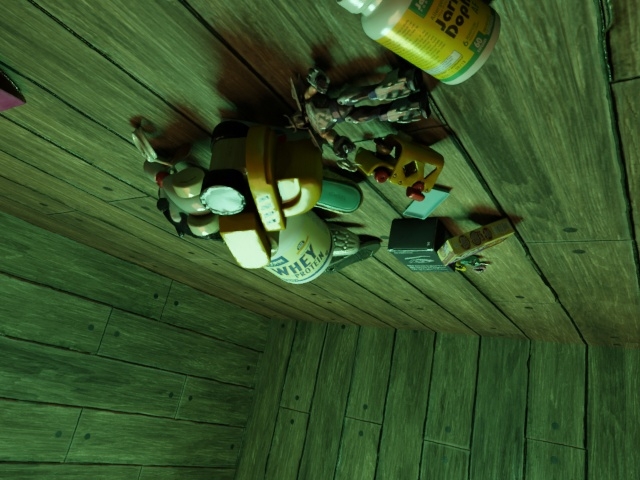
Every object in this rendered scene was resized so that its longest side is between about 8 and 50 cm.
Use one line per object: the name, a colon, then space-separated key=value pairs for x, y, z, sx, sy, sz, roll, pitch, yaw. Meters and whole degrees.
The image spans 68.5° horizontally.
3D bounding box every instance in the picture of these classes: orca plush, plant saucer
orca plush: x=-0.366 y=-0.052 z=1.332 sx=0.287 sy=0.151 sz=0.102 roll=31 pitch=124 yaw=16
plant saucer: x=0.288 y=-0.105 z=1.292 sx=0.067 sy=0.018 sz=0.192 roll=13 pitch=162 yaw=-4

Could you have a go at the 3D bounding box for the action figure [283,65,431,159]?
action figure: x=0.052 y=-0.248 z=0.879 sx=0.285 sy=0.099 sz=0.185 roll=-7 pitch=138 yaw=26

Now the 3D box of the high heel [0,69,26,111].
high heel: x=-0.712 y=-0.396 z=0.991 sx=0.181 sy=0.127 sz=0.377 roll=-10 pitch=173 yaw=-39

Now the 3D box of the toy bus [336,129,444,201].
toy bus: x=0.161 y=-0.176 z=0.995 sx=0.191 sy=0.104 sz=0.202 roll=29 pitch=-158 yaw=11

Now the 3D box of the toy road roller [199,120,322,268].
toy road roller: x=-0.106 y=-0.102 z=1.044 sx=0.241 sy=0.202 sz=0.329 roll=-4 pitch=143 yaw=6

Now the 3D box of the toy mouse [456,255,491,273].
toy mouse: x=0.539 y=0.082 z=1.652 sx=0.161 sy=0.031 sz=0.143 roll=23 pitch=158 yaw=-31

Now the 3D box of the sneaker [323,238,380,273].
sneaker: x=0.098 y=0.023 z=1.692 sx=0.228 sy=0.130 sz=0.087 roll=-24 pitch=144 yaw=14

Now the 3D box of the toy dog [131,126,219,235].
toy dog: x=-0.343 y=-0.167 z=1.254 sx=0.333 sy=0.161 sz=0.220 roll=49 pitch=153 yaw=22

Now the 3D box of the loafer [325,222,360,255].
loafer: x=0.000 y=0.000 z=1.642 sx=0.320 sy=0.112 sz=0.111 roll=9 pitch=168 yaw=31

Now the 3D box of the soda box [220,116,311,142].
soda box: x=-0.132 y=-0.228 z=1.113 sx=0.216 sy=0.069 sz=0.074 roll=10 pitch=161 yaw=4

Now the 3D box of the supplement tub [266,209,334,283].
supplement tub: x=-0.121 y=-0.022 z=1.438 sx=0.236 sy=0.235 sz=0.325 roll=1 pitch=159 yaw=28

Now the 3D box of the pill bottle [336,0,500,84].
pill bottle: x=0.131 y=-0.311 z=0.640 sx=0.208 sy=0.117 sz=0.118 roll=21 pitch=159 yaw=-24

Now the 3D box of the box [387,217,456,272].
box: x=0.326 y=0.019 z=1.482 sx=0.153 sy=0.108 sz=0.207 roll=-1 pitch=157 yaw=33

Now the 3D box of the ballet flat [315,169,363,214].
ballet flat: x=-0.057 y=-0.154 z=1.238 sx=0.349 sy=0.123 sz=0.123 roll=16 pitch=161 yaw=-7

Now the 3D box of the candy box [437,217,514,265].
candy box: x=0.435 y=0.004 z=1.325 sx=0.187 sy=0.053 sz=0.109 roll=-21 pitch=163 yaw=-10
